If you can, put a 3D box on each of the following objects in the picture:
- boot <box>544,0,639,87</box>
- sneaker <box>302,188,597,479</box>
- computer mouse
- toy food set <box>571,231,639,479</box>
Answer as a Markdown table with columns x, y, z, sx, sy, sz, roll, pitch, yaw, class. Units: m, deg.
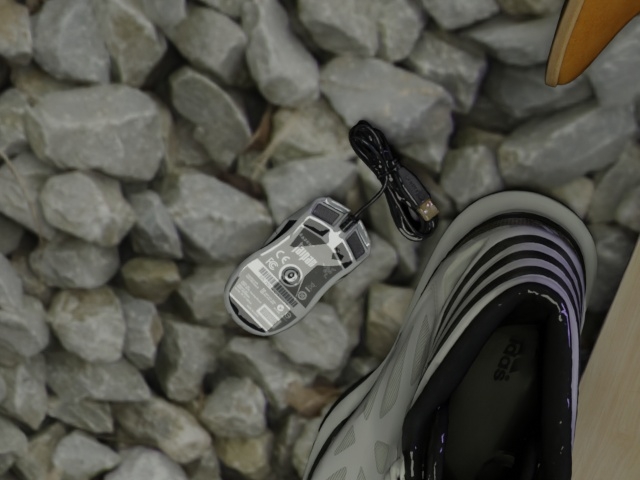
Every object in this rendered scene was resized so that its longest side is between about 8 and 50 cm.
| x | y | z | sx | sy | sz | roll | pitch | yaw | class |
| --- | --- | --- | --- | --- | --- | --- | --- | --- | --- |
| 0.296 | -0.203 | 0.813 | 0.211 | 0.104 | 0.295 | 24 | 112 | 1 | boot |
| 0.066 | 0.190 | 0.905 | 0.169 | 0.257 | 0.447 | 23 | 111 | 5 | sneaker |
| 0.000 | 0.000 | 0.979 | 0.193 | 0.042 | 0.106 | -40 | 100 | 15 | computer mouse |
| 0.309 | 0.099 | 0.922 | 0.220 | 0.092 | 0.306 | 17 | 116 | 2 | toy food set |
